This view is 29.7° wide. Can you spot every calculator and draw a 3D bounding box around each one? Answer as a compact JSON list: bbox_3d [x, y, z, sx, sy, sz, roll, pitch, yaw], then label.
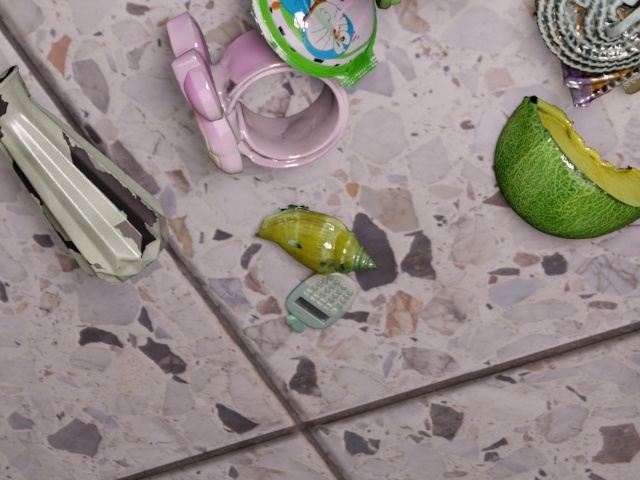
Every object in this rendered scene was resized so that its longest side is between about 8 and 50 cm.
[{"bbox_3d":[-0.002,0.104,2.047,0.095,0.021,0.153,36,124,-17],"label":"calculator"}]

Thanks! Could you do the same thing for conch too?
[{"bbox_3d":[0.001,0.003,1.942,0.201,0.079,0.095,29,108,-2],"label":"conch"}]

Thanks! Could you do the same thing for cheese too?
[{"bbox_3d":[-0.032,-0.350,1.612,0.320,0.204,0.083,55,147,-12],"label":"cheese"}]

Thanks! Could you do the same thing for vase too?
[{"bbox_3d":[-0.393,-0.100,1.880,0.165,0.165,0.360,-27,115,27],"label":"vase"}]

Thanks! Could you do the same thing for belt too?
[{"bbox_3d":[0.395,-0.331,1.556,0.207,0.160,0.295,41,122,-21],"label":"belt"}]

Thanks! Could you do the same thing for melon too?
[{"bbox_3d":[0.359,-0.066,1.792,0.265,0.129,0.169,33,129,-16],"label":"melon"}]

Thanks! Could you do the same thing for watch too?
[{"bbox_3d":[-0.082,-0.225,1.726,0.218,0.211,0.248,-17,133,0],"label":"watch"}]

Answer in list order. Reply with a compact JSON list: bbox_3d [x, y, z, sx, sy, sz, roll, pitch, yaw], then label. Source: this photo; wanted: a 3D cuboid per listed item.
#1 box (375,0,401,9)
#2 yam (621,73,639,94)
[{"bbox_3d":[0.149,-0.463,1.449,0.178,0.252,0.328,3,129,-4],"label":"box"},{"bbox_3d":[0.474,-0.255,1.673,0.132,0.054,0.054,-31,117,27],"label":"yam"}]
